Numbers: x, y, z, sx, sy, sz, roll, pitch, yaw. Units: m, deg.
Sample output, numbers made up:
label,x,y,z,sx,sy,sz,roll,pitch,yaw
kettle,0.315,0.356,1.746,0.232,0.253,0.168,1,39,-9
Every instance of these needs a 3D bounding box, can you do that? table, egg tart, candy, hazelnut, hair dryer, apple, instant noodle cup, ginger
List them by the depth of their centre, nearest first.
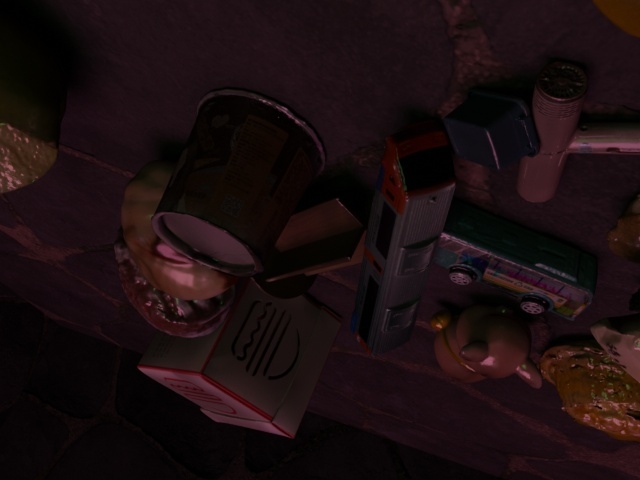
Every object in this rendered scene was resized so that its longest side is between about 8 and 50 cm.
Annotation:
label,x,y,z,sx,sy,sz,roll,pitch,yaw
hair dryer,0.336,-0.101,0.699,0.220,0.054,0.195,9,154,14
ginger,0.418,0.006,0.807,0.096,0.067,0.165,-18,138,25
apple,-0.509,-0.221,0.939,0.258,0.233,0.295,11,150,-22
instant noodle cup,-0.125,-0.074,0.940,0.217,0.207,0.217,18,154,9
table,0.000,0.000,1.052,0.167,0.167,0.226,36,148,-27
hazelnut,-0.232,-0.022,1.154,0.261,0.241,0.261,30,138,30
egg tart,0.563,0.298,1.221,0.315,0.120,0.315,19,155,9
candy,-0.301,0.060,1.327,0.289,0.214,0.157,50,155,10

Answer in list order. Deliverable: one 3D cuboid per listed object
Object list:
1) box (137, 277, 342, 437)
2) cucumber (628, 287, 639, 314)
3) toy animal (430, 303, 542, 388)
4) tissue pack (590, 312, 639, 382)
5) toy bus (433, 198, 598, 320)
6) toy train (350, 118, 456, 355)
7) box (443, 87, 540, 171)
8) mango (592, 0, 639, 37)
label,x,y,z,sx,sy,sz,roll,pitch,yaw
box,-0.192,0.252,1.540,0.312,0.314,0.300,-8,139,48
cucumber,0.515,0.056,0.836,0.067,0.067,0.245,25,155,-6
toy animal,0.301,0.198,1.226,0.165,0.149,0.248,10,169,-9
tissue pack,0.569,0.139,0.749,0.390,0.195,0.375,-23,131,29
toy bus,0.282,0.030,0.956,0.261,0.091,0.109,21,149,0
toy train,0.115,0.019,0.915,0.089,0.086,0.409,56,154,35
box,0.185,-0.119,0.708,0.074,0.054,0.099,59,168,-30
mango,0.305,-0.200,0.474,0.122,0.085,0.191,25,167,-31
